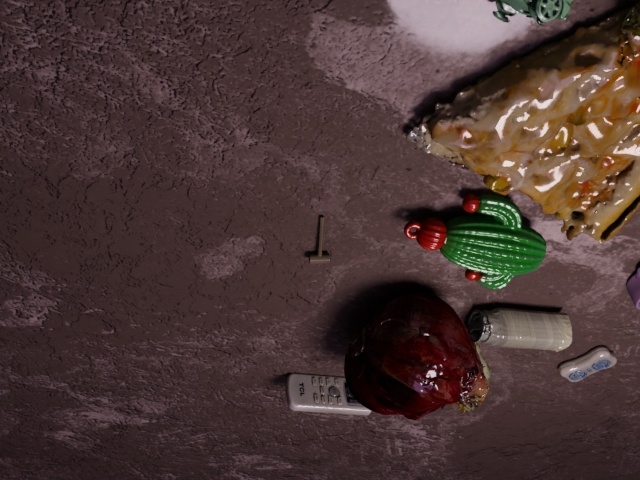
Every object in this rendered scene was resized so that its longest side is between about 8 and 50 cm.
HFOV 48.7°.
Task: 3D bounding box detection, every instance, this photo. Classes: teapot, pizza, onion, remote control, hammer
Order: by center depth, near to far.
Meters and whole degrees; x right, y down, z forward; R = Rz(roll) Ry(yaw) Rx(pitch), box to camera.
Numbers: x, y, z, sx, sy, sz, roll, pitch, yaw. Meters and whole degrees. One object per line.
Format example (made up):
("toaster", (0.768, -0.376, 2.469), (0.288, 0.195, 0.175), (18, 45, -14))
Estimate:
("pizza", (0.404, -0.175, 1.022), (0.435, 0.080, 0.392), (19, 133, -29))
("hammer", (0.000, 0.000, 1.213), (0.035, 0.019, 0.110), (-2, 137, -6))
("onion", (0.163, 0.233, 1.355), (0.281, 0.221, 0.281), (6, 128, 8))
("teapot", (0.395, 0.183, 1.440), (0.200, 0.077, 0.107), (6, 157, -15))
("remote control", (0.017, 0.337, 1.549), (0.190, 0.087, 0.029), (8, 133, -15))
("remote control", (0.609, 0.284, 1.612), (0.122, 0.032, 0.074), (-34, 133, 29))

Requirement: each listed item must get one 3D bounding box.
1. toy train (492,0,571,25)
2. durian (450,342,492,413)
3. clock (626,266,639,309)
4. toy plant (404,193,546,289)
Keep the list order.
("toy train", (0.241, -0.309, 0.843), (0.149, 0.099, 0.081), (29, 99, -27))
("durian", (0.301, 0.291, 1.550), (0.139, 0.144, 0.252), (-45, 130, -13))
("clock", (0.680, 0.085, 1.363), (0.153, 0.050, 0.110), (-7, 146, 7))
("toy plant", (0.272, -0.007, 1.195), (0.240, 0.088, 0.154), (34, 114, -24))
